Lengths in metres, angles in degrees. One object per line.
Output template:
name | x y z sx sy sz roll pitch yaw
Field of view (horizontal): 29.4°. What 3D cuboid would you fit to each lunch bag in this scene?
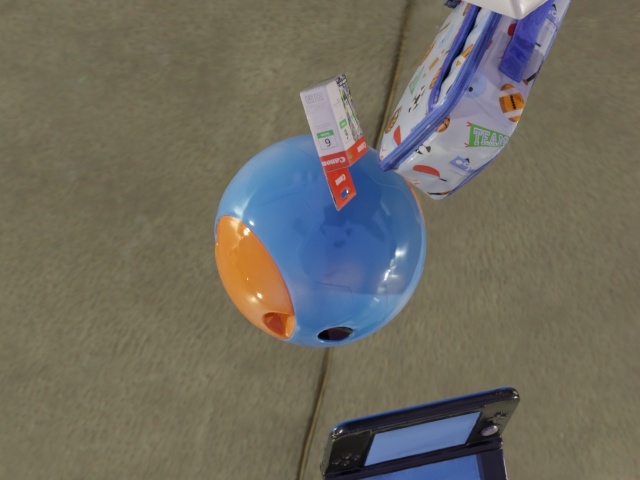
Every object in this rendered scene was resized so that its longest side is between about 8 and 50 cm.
lunch bag | 0.189 -0.210 1.431 0.115 0.243 0.303 29 62 -7

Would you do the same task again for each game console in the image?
game console | 0.161 0.365 1.821 0.293 0.250 0.173 -11 61 -12

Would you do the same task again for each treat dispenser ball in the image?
treat dispenser ball | 0.000 0.000 1.645 0.288 0.288 0.288 1 100 5

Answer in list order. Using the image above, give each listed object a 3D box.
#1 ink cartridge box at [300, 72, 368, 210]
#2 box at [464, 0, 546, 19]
ink cartridge box | 0.019 -0.091 1.126 0.029 0.063 0.115 -13 103 22
box | 0.150 -0.294 1.007 0.182 0.181 0.119 -37 132 -20
